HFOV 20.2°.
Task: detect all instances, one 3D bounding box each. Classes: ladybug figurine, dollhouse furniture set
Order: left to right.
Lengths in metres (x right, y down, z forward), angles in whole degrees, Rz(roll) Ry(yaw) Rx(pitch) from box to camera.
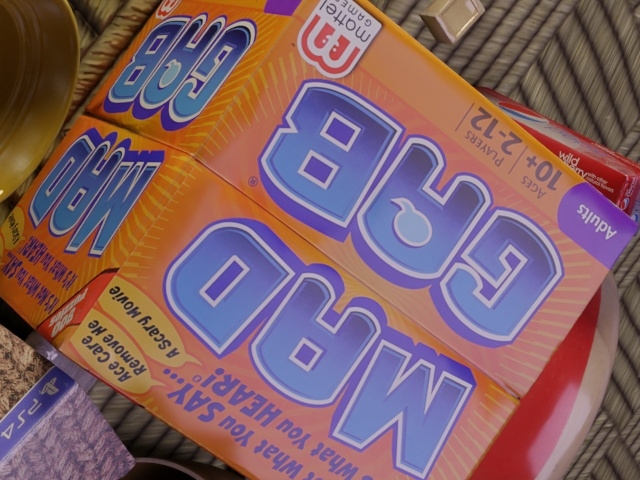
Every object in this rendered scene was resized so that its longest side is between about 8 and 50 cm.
[{"bbox_3d":[0.129,-0.332,1.907,0.182,0.101,0.161,-47,122,-17],"label":"dollhouse furniture set"},{"bbox_3d":[0.201,0.168,2.232,0.162,0.305,0.449,29,85,-40],"label":"ladybug figurine"}]

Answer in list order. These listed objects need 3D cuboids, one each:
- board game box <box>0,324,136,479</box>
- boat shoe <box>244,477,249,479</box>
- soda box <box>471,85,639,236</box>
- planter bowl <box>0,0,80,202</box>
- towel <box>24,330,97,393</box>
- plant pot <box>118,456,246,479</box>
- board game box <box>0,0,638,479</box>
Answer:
[{"bbox_3d":[-0.342,0.160,1.444,0.232,0.291,0.141,-48,147,-17],"label":"board game box"},{"bbox_3d":[-0.038,0.305,2.193,0.114,0.091,0.302,1,129,-4],"label":"boat shoe"},{"bbox_3d":[0.256,-0.093,2.089,0.092,0.263,0.083,-4,119,-54],"label":"soda box"},{"bbox_3d":[-0.300,-0.127,1.443,0.217,0.090,0.217,-40,146,-35],"label":"planter bowl"},{"bbox_3d":[-0.281,0.175,1.672,0.187,0.049,0.282,-55,175,-6],"label":"towel"},{"bbox_3d":[-0.140,0.340,1.982,0.237,0.237,0.254,-65,163,10],"label":"plant pot"},{"bbox_3d":[-0.027,0.006,1.561,0.356,0.356,0.356,37,85,-22],"label":"board game box"}]
